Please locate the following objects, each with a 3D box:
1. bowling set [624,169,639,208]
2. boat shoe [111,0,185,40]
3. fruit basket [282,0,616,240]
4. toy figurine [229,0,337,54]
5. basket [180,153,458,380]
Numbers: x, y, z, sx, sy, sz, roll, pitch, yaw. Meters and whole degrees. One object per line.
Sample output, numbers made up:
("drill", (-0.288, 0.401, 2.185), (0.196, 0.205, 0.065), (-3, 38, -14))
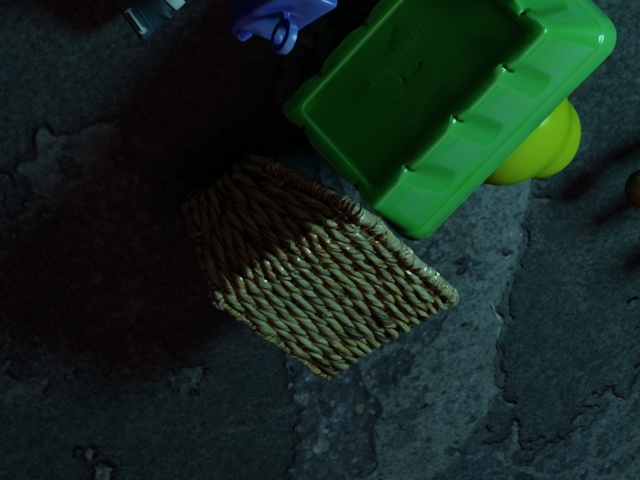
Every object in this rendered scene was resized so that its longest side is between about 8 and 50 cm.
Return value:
("bowling set", (0.510, -0.104, 2.226), (0.199, 0.154, 0.287), (10, 125, -1))
("boat shoe", (-0.260, -0.316, 1.845), (0.079, 0.095, 0.254), (-48, 134, 5))
("fruit basket", (0.176, -0.188, 2.013), (0.392, 0.283, 0.392), (-40, 168, -10))
("toy figurine", (0.009, -0.290, 1.757), (0.191, 0.217, 0.362), (28, 149, -30))
("basket", (0.000, 0.000, 2.065), (0.223, 0.213, 0.299), (-32, 143, 16))
